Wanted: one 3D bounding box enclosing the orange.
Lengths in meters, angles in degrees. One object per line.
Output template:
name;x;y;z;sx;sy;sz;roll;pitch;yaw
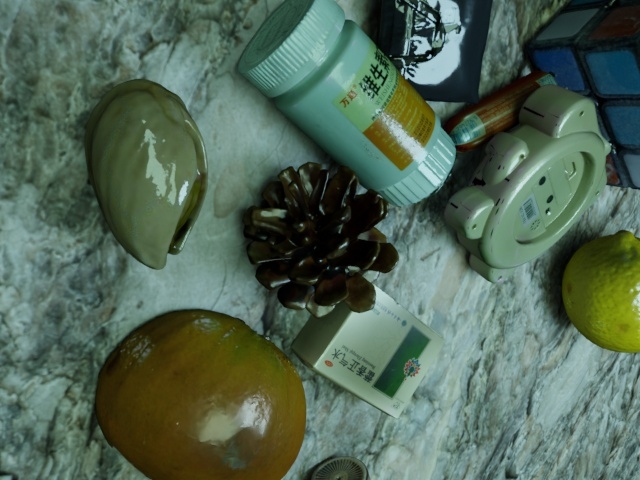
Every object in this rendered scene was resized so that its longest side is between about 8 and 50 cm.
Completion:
orange;-0.163;0.248;0.863;0.310;0.274;0.274;40;79;1

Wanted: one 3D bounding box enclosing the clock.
clock;0.371;-0.087;1.044;0.309;0.114;0.284;-44;138;-2

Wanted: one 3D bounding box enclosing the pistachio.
pistachio;-0.216;-0.080;0.733;0.138;0.153;0.238;-45;132;-60

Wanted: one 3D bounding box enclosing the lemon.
lemon;0.615;0.102;1.194;0.228;0.228;0.253;-38;112;-17

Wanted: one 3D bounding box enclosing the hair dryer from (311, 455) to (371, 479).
hair dryer;-0.055;0.529;1.000;0.344;0.107;0.189;-20;113;-15

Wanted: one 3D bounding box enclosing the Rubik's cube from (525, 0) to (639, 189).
Rubik's cube;0.650;-0.320;1.048;0.363;0.359;0.362;-49;118;-14

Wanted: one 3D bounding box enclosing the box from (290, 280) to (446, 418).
box;0.083;0.176;0.984;0.212;0.095;0.168;38;85;-30

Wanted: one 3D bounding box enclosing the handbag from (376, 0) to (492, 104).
handbag;0.174;-0.333;0.909;0.211;0.089;0.254;-8;119;-19

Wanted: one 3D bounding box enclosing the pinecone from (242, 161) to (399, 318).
pinecone;0.000;-0.001;0.835;0.228;0.201;0.202;6;55;-7

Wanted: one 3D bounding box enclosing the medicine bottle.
medicine bottle;0.050;-0.193;0.837;0.318;0.158;0.158;40;81;-29

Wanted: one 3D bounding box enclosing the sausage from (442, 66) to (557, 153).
sausage;0.306;-0.222;1.030;0.264;0.083;0.083;-29;114;-19
